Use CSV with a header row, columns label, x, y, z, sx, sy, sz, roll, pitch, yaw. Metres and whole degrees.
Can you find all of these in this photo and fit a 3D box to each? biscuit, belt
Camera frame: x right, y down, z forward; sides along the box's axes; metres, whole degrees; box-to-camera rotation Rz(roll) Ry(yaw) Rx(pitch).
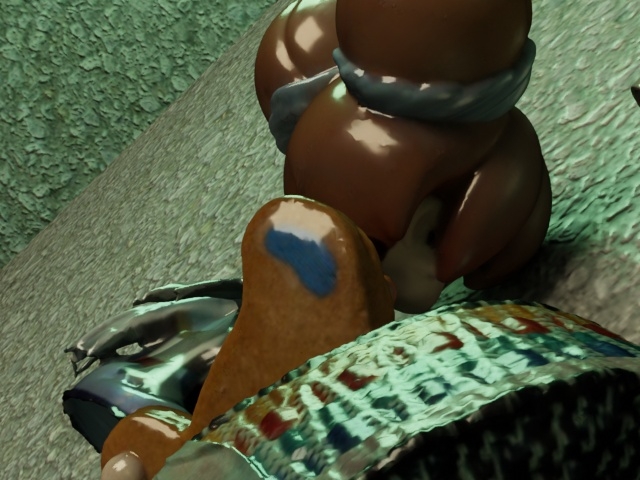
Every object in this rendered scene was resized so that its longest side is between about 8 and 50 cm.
label,x,y,z,sx,sy,sz,roll,pitch,yaw
biscuit,-0.030,0.152,0.702,0.049,0.205,0.324,-17,-34,-57
belt,0.056,0.142,0.522,0.257,0.207,0.150,-30,15,-10

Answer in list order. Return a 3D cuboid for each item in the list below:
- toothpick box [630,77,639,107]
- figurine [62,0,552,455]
label,x,y,z,sx,sy,sz,roll,pitch,yaw
toothpick box,0.276,-0.110,0.761,0.181,0.111,0.111,-44,18,6
figurine,0.000,0.001,0.910,0.388,0.248,0.277,-49,14,-20
